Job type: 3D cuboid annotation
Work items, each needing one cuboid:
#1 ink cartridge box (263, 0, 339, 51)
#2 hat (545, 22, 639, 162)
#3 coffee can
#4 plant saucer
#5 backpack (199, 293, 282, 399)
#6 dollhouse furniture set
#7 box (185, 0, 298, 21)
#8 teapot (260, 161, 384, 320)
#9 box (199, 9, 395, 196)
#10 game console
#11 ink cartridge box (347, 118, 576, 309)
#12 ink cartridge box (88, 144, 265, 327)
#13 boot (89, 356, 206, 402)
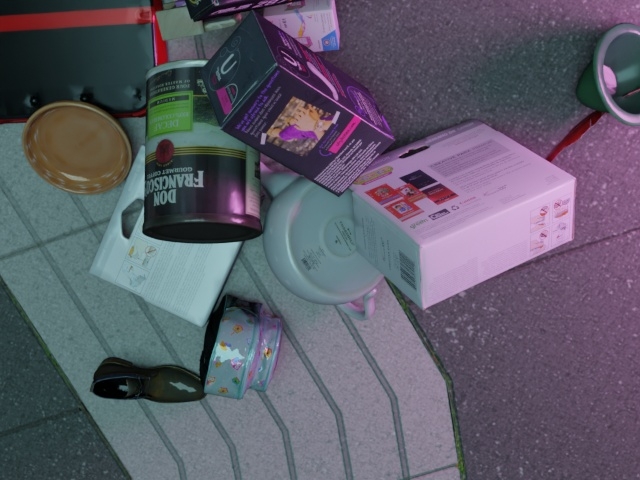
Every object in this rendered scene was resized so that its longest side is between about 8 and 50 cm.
[{"bbox_3d":[-0.033,-0.373,1.846,0.122,0.052,0.088,-4,138,8],"label":"ink cartridge box"},{"bbox_3d":[0.469,-0.262,1.851,0.208,0.183,0.173,-42,106,-29],"label":"hat"},{"bbox_3d":[-0.200,-0.145,1.813,0.202,0.201,0.275,-2,79,7],"label":"coffee can"},{"bbox_3d":[-0.438,-0.172,1.928,0.200,0.037,0.200,2,128,3],"label":"plant saucer"},{"bbox_3d":[-0.148,0.203,1.936,0.144,0.188,0.165,18,103,2],"label":"backpack"},{"bbox_3d":[-0.173,-0.518,1.727,0.198,0.286,0.303,-9,113,8],"label":"dollhouse furniture set"},{"bbox_3d":[-0.067,-0.537,1.680,0.395,0.097,0.318,-18,91,-31],"label":"box"},{"bbox_3d":[0.000,0.000,1.884,0.253,0.187,0.256,11,83,-25],"label":"teapot"},{"bbox_3d":[-0.037,-0.214,1.699,0.270,0.165,0.143,29,116,-38],"label":"box"},{"bbox_3d":[-0.472,-0.385,1.914,0.387,0.060,0.342,-2,99,6],"label":"game console"},{"bbox_3d":[0.219,-0.056,1.780,0.309,0.272,0.130,-23,128,-20],"label":"ink cartridge box"},{"bbox_3d":[-0.266,-0.010,1.968,0.239,0.060,0.275,26,103,2],"label":"ink cartridge box"},{"bbox_3d":[-0.329,0.283,2.015,0.219,0.106,0.082,8,104,4],"label":"boot"}]
